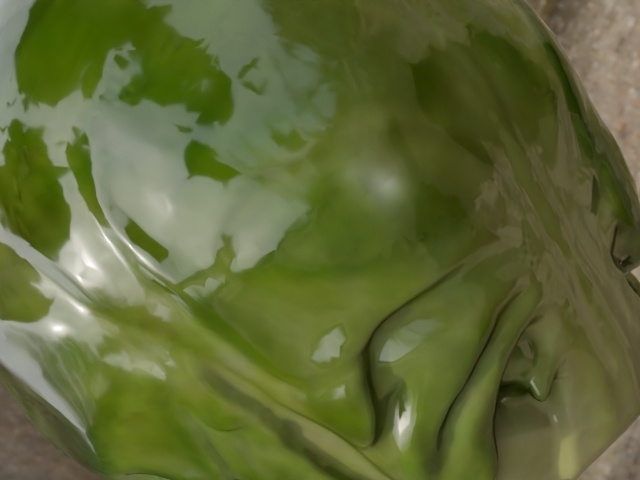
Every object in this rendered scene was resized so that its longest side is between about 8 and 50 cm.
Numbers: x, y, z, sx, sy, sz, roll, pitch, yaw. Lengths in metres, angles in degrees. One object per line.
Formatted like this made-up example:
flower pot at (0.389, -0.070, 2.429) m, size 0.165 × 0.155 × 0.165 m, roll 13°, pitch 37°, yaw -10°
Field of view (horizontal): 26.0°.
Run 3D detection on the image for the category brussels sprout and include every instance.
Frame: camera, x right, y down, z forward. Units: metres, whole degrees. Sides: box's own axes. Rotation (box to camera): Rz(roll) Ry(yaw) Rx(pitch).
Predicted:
brussels sprout at (0.000, -0.001, 0.642) m, size 0.289 × 0.354 × 0.281 m, roll -44°, pitch 9°, yaw 37°
